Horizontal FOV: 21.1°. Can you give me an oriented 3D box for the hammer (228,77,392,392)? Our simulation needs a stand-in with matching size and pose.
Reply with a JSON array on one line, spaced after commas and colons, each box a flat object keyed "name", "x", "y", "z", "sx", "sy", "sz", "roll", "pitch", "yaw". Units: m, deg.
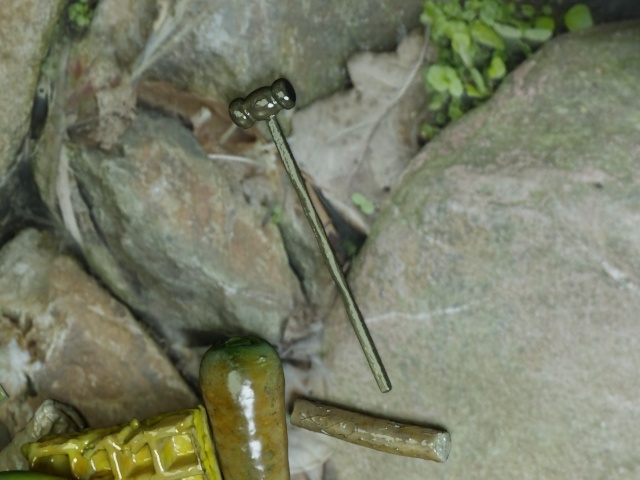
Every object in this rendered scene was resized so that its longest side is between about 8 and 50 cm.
[{"name": "hammer", "x": 0.000, "y": 0.000, "z": 1.515, "sx": 0.058, "sy": 0.029, "sz": 0.292, "roll": -24, "pitch": 87, "yaw": 22}]

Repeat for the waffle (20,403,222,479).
[{"name": "waffle", "x": -0.184, "y": 0.274, "z": 1.559, "sx": 0.219, "sy": 0.057, "sz": 0.229, "roll": -10, "pitch": 103, "yaw": 15}]

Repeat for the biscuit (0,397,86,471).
[{"name": "biscuit", "x": -0.306, "y": 0.238, "z": 1.626, "sx": 0.061, "sy": 0.055, "sz": 0.219, "roll": 39, "pitch": 107, "yaw": -23}]

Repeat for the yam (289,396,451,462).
[{"name": "yam", "x": 0.042, "y": 0.166, "z": 1.507, "sx": 0.145, "sy": 0.032, "sz": 0.032, "roll": 12, "pitch": 98, "yaw": 20}]

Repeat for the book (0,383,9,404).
[{"name": "book", "x": -0.416, "y": 0.138, "z": 1.684, "sx": 0.192, "sy": 0.013, "sz": 0.168, "roll": -38, "pitch": 80, "yaw": 18}]

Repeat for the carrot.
[{"name": "carrot", "x": -0.056, "y": 0.233, "z": 1.529, "sx": 0.078, "sy": 0.078, "sz": 0.298, "roll": -5, "pitch": 95, "yaw": 21}]

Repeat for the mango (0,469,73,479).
[{"name": "mango", "x": -0.210, "y": 0.280, "z": 1.488, "sx": 0.137, "sy": 0.091, "sz": 0.237, "roll": -43, "pitch": 94, "yaw": 15}]
